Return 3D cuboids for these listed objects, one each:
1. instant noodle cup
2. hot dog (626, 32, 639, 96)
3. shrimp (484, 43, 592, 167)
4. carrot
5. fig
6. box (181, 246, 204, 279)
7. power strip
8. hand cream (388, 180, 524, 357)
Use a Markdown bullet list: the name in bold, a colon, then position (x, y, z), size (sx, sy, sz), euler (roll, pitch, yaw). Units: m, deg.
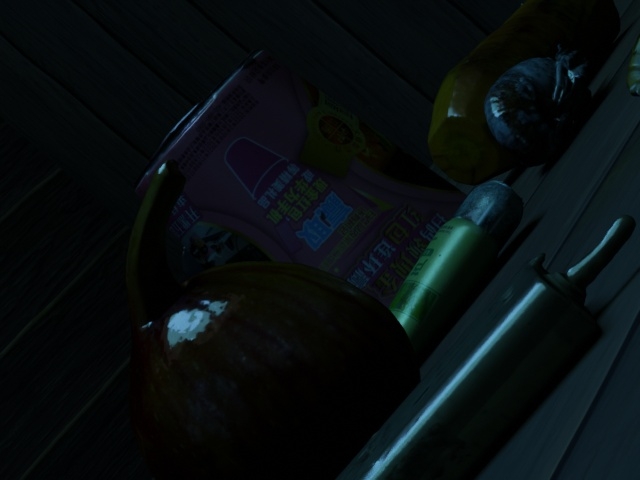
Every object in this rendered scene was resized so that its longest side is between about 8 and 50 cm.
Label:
- **instant noodle cup**: position (-0.015, -0.020, 1.515), size (0.244, 0.255, 0.244), euler (-47, 2, 3)
- **hot dog**: position (0.232, -0.158, 0.806), size (0.162, 0.082, 0.270), euler (-48, -1, -41)
- **shrimp**: position (0.197, -0.127, 1.525), size (0.090, 0.079, 0.233), euler (-44, -1, 33)
- **carrot**: position (0.197, -0.161, 1.744), size (0.114, 0.114, 0.302), euler (-48, 1, 44)
- **fig**: position (-0.055, 0.072, 1.072), size (0.175, 0.207, 0.175), euler (-52, 8, 10)
- **box**: position (0.000, 0.000, 1.663), size (0.212, 0.201, 0.042), euler (-52, -6, -6)
- **power strip**: position (0.047, 0.090, 0.789), size (0.268, 0.034, 0.092), euler (-49, 0, 5)
- **hand cream**: position (0.078, 0.035, 1.245), size (0.175, 0.046, 0.095), euler (-51, 4, -9)
